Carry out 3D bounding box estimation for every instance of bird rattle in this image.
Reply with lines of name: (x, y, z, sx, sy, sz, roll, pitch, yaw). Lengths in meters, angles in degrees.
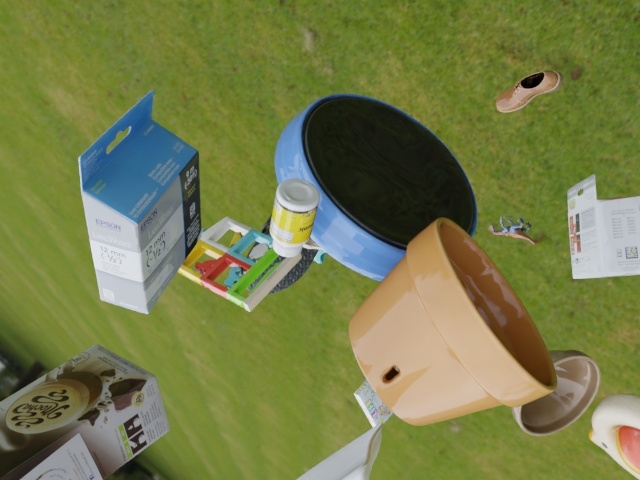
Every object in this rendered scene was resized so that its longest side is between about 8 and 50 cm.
bird rattle: (0.413, 0.261, 0.817, 0.207, 0.143, 0.253, 34, 166, 23)

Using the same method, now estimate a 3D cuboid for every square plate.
square plate: (-0.047, 0.407, 1.036, 0.049, 0.347, 0.344, 54, -176, 10)

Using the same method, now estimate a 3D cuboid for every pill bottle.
pill bottle: (-0.042, -0.031, 1.058, 0.065, 0.065, 0.116, 34, 138, 18)

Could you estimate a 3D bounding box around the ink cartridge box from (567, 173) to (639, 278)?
ink cartridge box: (0.788, -0.034, 1.942, 0.130, 0.271, 0.309, -4, 176, 5)

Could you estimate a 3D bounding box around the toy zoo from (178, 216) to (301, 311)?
toy zoo: (-0.216, 0.042, 1.696, 0.293, 0.192, 0.030, 23, 146, 32)

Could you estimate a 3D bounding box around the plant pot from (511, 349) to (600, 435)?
plant pot: (0.553, 0.351, 1.721, 0.109, 0.237, 0.237, 49, 168, 54)

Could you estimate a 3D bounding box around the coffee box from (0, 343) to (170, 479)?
coffee box: (-0.405, 0.301, 1.069, 0.168, 0.297, 0.118, 16, 125, 38)

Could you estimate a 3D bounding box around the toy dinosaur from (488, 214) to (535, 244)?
toy dinosaur: (0.372, -0.019, 1.394, 0.047, 0.090, 0.082, 14, 147, -32)

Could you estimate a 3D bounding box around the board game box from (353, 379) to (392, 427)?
board game box: (0.172, 0.487, 2.146, 0.026, 0.103, 0.154, 13, 138, 51)

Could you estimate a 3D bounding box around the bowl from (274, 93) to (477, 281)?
bowl: (0.111, -0.103, 1.246, 0.391, 0.391, 0.077, 42, 134, 2)

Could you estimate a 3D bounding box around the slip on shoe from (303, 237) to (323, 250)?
slip on shoe: (0.000, 0.000, 1.735, 0.136, 0.051, 0.041, 19, 128, 25)

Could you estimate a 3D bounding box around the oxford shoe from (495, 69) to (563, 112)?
oxford shoe: (0.550, -0.413, 1.919, 0.212, 0.076, 0.076, -26, 64, 53)

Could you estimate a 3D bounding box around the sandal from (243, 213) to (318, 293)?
sandal: (-0.062, -0.050, 1.890, 0.168, 0.445, 0.107, 33, 179, -29)

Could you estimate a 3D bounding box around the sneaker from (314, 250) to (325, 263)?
sneaker: (0.056, -0.033, 2.048, 0.110, 0.107, 0.275, 49, 122, -4)

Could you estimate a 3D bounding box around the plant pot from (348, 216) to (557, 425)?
plant pot: (0.179, 0.139, 1.045, 0.204, 0.291, 0.291, -35, 104, 21)

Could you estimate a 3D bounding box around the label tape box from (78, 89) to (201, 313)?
label tape box: (-0.329, -0.070, 1.343, 0.115, 0.249, 0.347, 17, 133, 9)
